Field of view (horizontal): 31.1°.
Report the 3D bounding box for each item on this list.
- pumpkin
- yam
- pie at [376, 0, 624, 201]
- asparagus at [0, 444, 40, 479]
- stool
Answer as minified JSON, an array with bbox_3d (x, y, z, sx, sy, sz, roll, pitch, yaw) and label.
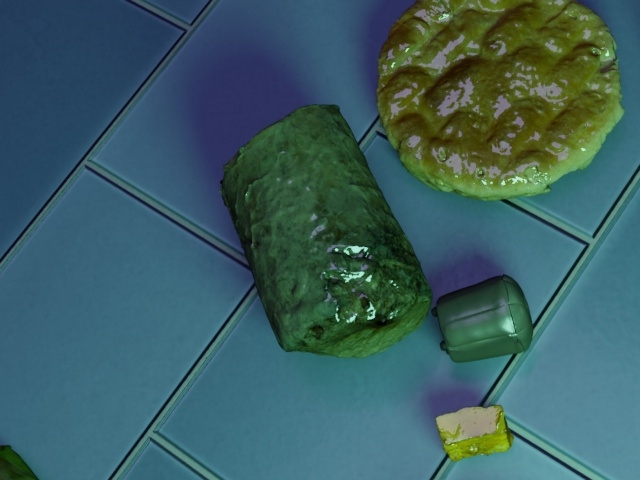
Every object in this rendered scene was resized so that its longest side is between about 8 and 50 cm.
[{"bbox_3d":[0.177,0.216,1.320,0.083,0.074,0.054,-11,59,8],"label":"pumpkin"},{"bbox_3d":[0.000,0.000,1.396,0.195,0.195,0.300,-25,61,1],"label":"yam"},{"bbox_3d":[0.227,-0.200,1.496,0.339,0.083,0.339,-4,66,8],"label":"pie"},{"bbox_3d":[-0.341,0.340,1.385,0.343,0.082,0.085,45,118,27],"label":"asparagus"},{"bbox_3d":[0.192,0.095,1.363,0.110,0.096,0.096,-15,64,12],"label":"stool"}]
